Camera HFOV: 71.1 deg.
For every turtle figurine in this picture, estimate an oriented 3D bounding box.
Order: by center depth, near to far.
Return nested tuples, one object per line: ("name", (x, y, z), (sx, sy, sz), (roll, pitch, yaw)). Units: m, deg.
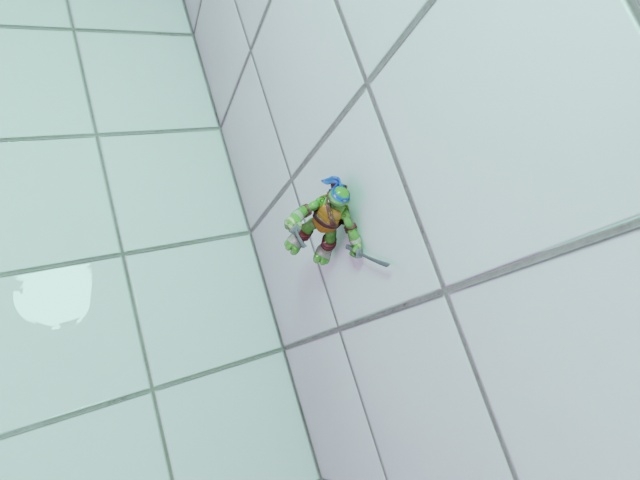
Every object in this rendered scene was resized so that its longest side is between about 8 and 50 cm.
("turtle figurine", (0.000, 0.000, 1.148), (0.266, 0.198, 0.274), (125, 131, -59))
